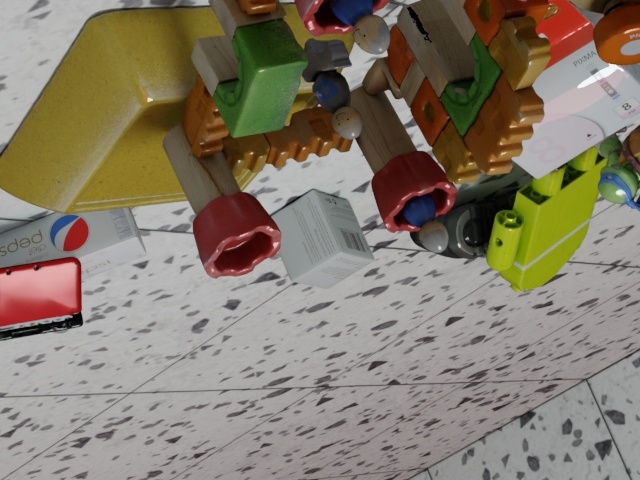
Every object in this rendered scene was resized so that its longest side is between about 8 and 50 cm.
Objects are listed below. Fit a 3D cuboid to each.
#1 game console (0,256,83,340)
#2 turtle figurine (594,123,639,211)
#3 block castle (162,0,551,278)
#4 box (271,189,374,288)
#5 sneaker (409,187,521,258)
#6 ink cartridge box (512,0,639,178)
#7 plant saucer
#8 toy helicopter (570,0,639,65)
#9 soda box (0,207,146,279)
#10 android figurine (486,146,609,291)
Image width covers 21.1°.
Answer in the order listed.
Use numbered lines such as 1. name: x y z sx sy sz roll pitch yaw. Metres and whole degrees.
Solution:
1. game console: -0.360 0.073 2.030 0.144 0.085 0.124 -9 179 -22
2. turtle figurine: 0.420 -0.186 2.272 0.266 0.274 0.198 -35 144 -25
3. block castle: 0.049 -0.150 1.623 0.303 0.213 0.453 -14 151 -27
4. box: 0.000 0.000 2.308 0.087 0.102 0.101 -32 159 22
5. sneaker: 0.241 -0.024 2.558 0.106 0.101 0.267 -6 178 40
6. ink cartridge box: 0.276 -0.184 2.085 0.189 0.066 0.232 -32 144 24
7. plant saucer: -0.147 -0.127 1.849 0.332 0.081 0.333 -8 157 -35
8. toy helicopter: 0.291 -0.321 1.742 0.355 0.140 0.235 14 147 -40
9. soda box: -0.323 0.016 2.055 0.216 0.069 0.074 -20 161 -2
10. android figurine: 0.332 -0.035 2.480 0.248 0.056 0.273 -35 149 -34
